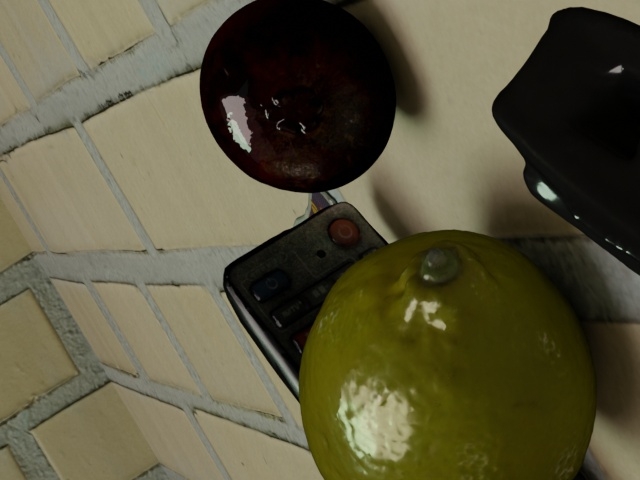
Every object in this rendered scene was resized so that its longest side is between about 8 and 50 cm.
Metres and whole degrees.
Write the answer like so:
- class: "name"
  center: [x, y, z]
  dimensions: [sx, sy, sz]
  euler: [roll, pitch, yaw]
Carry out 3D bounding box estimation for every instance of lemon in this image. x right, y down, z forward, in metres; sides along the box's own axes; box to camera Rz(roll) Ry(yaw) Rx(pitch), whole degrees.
- class: "lemon"
  center: [0.078, 0.086, 1.095]
  dimensions: [0.184, 0.184, 0.248]
  euler: [50, 154, 27]

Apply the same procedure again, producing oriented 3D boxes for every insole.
- class: "insole"
  center: [0.000, 0.000, 1.501]
  dimensions: [0.065, 0.004, 0.197]
  euler: [55, 165, 11]

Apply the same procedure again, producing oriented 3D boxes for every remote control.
- class: "remote control"
  center: [0.094, 0.149, 1.247]
  dimensions: [0.399, 0.144, 0.062]
  euler: [51, 151, 15]

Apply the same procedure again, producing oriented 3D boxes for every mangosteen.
- class: "mangosteen"
  center: [-0.013, -0.096, 1.155]
  dimensions: [0.140, 0.140, 0.140]
  euler: [52, 164, 21]

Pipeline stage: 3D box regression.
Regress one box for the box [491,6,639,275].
- class: "box"
  center: [0.214, 0.050, 0.596]
  dimensions: [0.289, 0.073, 0.290]
  euler: [32, -173, -43]
